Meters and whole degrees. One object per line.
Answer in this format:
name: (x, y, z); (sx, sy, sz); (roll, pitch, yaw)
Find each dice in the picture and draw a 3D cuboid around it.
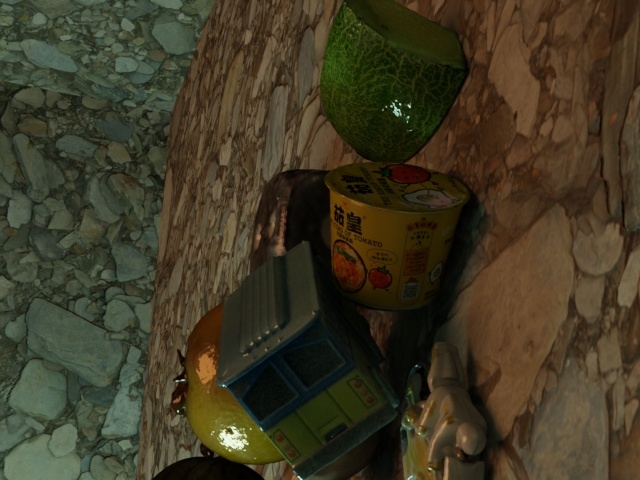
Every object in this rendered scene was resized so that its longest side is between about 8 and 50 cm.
dice: (0.000, 0.000, 1.601); (0.183, 0.182, 0.181); (150, 129, -68)

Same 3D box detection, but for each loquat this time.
loquat: (-0.104, 0.218, 1.678); (0.275, 0.274, 0.275); (-170, 90, -74)

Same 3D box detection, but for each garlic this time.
garlic: (0.000, 0.289, 1.433); (0.266, 0.128, 0.148); (-27, -47, -65)

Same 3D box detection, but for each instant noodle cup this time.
instant noodle cup: (0.090, -0.004, 1.342); (0.182, 0.182, 0.144); (-118, 30, -65)

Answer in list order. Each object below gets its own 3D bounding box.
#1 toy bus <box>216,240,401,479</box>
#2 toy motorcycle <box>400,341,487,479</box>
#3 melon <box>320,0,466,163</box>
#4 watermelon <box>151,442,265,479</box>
toy bus: (-0.021, 0.140, 1.350); (0.152, 0.190, 0.312); (-37, 15, 7)
toy motorcycle: (0.138, 0.225, 1.201); (0.151, 0.074, 0.229); (127, 150, -53)
melon: (0.088, -0.200, 1.542); (0.124, 0.196, 0.323); (-49, -11, -32)
watermelon: (-0.190, 0.517, 1.778); (0.279, 0.278, 0.359); (143, 137, -67)
